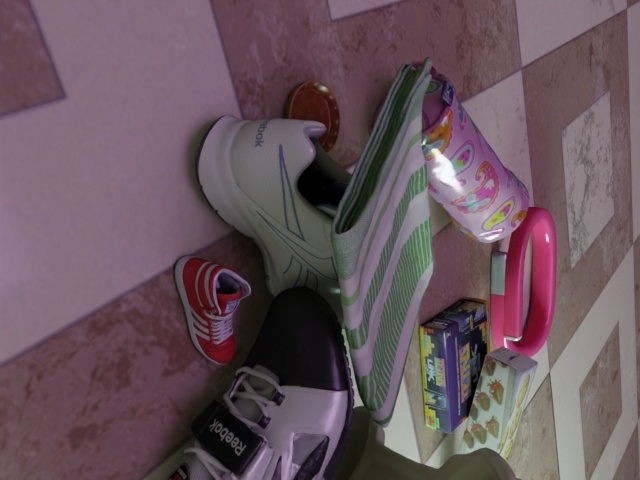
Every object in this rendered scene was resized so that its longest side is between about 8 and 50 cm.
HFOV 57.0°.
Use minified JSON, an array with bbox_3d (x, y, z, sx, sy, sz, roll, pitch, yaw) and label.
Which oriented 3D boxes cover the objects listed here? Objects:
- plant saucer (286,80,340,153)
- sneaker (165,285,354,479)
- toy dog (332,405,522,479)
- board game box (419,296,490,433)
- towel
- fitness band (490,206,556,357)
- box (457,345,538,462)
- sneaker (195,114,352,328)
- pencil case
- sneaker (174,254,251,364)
[{"bbox_3d":[-0.009,-0.134,0.652,0.083,0.013,0.083,-7,100,-48],"label":"plant saucer"},{"bbox_3d":[-0.069,0.202,0.541,0.146,0.122,0.330,11,89,-40],"label":"sneaker"},{"bbox_3d":[0.171,0.435,0.628,0.408,0.285,0.395,41,60,-21],"label":"toy dog"},{"bbox_3d":[0.216,0.191,0.925,0.141,0.048,0.170,-22,111,-46],"label":"board game box"},{"bbox_3d":[0.077,0.017,0.603,0.324,0.038,0.247,80,27,-47],"label":"towel"},{"bbox_3d":[0.387,0.082,1.102,0.209,0.054,0.290,-14,106,-47],"label":"fitness band"},{"bbox_3d":[0.260,0.327,0.928,0.067,0.063,0.323,-6,112,-48],"label":"box"},{"bbox_3d":[0.000,0.000,0.591,0.297,0.129,0.111,54,49,-40],"label":"sneaker"},{"bbox_3d":[0.181,-0.107,0.791,0.284,0.124,0.124,38,67,-42],"label":"pencil case"},{"bbox_3d":[-0.091,0.071,0.545,0.042,0.067,0.118,-38,122,-40],"label":"sneaker"}]
